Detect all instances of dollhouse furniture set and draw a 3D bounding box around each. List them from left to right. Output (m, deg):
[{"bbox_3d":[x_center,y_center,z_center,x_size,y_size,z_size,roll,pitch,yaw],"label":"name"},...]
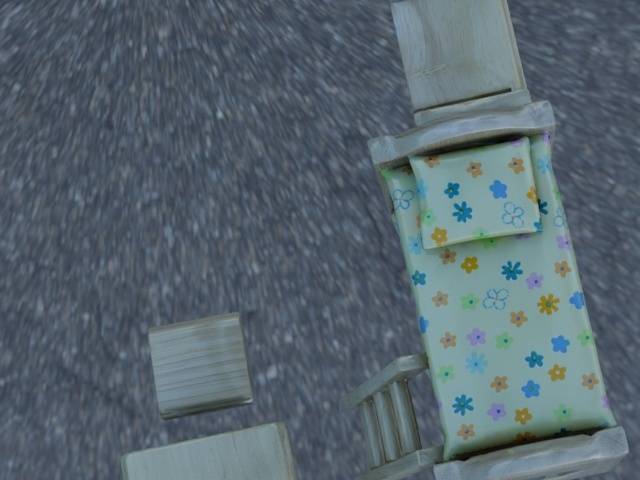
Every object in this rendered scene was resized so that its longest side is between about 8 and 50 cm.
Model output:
[{"bbox_3d":[0.000,0.000,0.532,0.161,0.101,0.182,-12,77,4],"label":"dollhouse furniture set"}]
